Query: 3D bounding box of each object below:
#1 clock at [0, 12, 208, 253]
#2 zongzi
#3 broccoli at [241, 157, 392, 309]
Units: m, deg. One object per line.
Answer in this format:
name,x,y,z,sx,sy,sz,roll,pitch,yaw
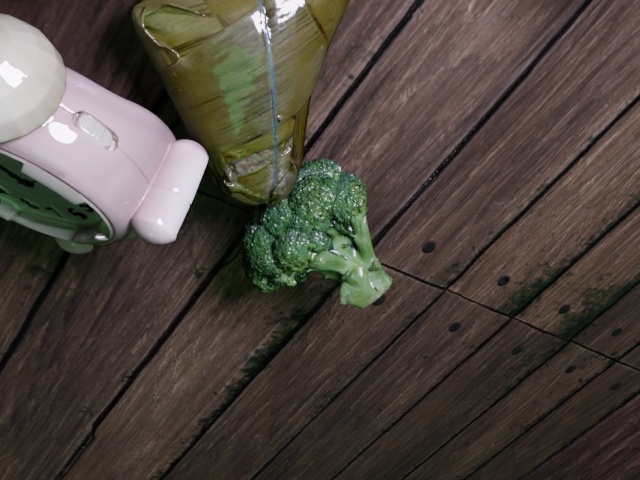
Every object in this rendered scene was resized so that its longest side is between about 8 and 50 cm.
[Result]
clock,-0.356,-0.119,0.786,0.342,0.184,0.326,-12,148,42
zongzi,-0.028,-0.239,0.864,0.360,0.160,0.323,-26,124,-5
broccoli,0.000,0.000,1.043,0.270,0.270,0.270,42,113,-1
